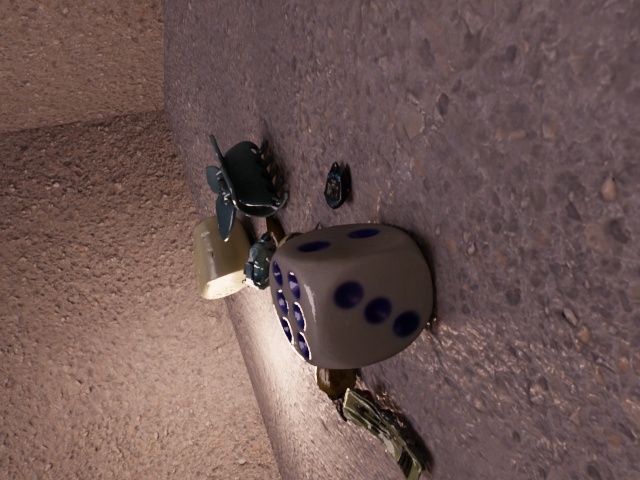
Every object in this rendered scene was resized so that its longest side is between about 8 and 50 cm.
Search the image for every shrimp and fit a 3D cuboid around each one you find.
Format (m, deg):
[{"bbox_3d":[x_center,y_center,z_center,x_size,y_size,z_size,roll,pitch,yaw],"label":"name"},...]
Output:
[{"bbox_3d":[0.040,0.569,1.896,0.169,0.058,0.296,92,157,-52],"label":"shrimp"}]

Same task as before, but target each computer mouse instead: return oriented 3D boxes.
[{"bbox_3d":[0.051,-0.153,1.389,0.079,0.047,0.135,25,117,47],"label":"computer mouse"}]

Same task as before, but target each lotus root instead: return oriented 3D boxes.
[{"bbox_3d":[0.047,0.426,1.669,0.138,0.138,0.214,161,102,-68],"label":"lotus root"}]

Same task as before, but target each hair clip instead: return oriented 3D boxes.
[{"bbox_3d":[0.197,0.551,1.455,0.321,0.091,0.139,39,132,38],"label":"hair clip"},{"bbox_3d":[-0.291,-0.228,1.913,0.392,0.238,0.319,117,134,-59],"label":"hair clip"}]

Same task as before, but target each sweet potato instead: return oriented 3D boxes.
[{"bbox_3d":[-0.193,-0.055,2.038,0.069,0.059,0.250,85,164,-56],"label":"sweet potato"}]

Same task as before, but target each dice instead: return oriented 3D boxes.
[{"bbox_3d":[0.064,0.121,1.192,0.304,0.304,0.277,28,131,62],"label":"dice"}]

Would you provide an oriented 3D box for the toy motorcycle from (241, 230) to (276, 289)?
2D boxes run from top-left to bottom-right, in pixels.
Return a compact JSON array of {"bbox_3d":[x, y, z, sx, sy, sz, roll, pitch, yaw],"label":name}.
[{"bbox_3d":[-0.255,0.091,2.124,0.154,0.206,0.260,23,135,17],"label":"toy motorcycle"}]

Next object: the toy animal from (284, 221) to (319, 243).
[{"bbox_3d":[0.000,0.000,1.582,0.095,0.155,0.219,-12,137,45],"label":"toy animal"}]

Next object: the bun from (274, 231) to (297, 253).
[{"bbox_3d":[-0.069,0.081,1.752,0.222,0.127,0.223,-10,76,45],"label":"bun"}]

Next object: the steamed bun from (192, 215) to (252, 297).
[{"bbox_3d":[-0.484,0.079,2.529,0.456,0.289,0.372,134,124,-63],"label":"steamed bun"}]
